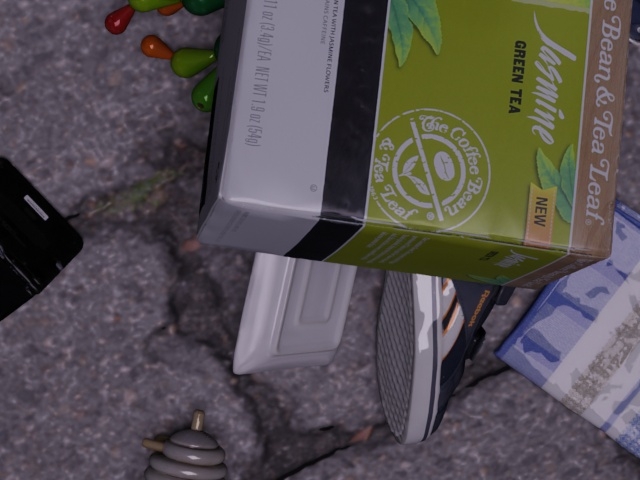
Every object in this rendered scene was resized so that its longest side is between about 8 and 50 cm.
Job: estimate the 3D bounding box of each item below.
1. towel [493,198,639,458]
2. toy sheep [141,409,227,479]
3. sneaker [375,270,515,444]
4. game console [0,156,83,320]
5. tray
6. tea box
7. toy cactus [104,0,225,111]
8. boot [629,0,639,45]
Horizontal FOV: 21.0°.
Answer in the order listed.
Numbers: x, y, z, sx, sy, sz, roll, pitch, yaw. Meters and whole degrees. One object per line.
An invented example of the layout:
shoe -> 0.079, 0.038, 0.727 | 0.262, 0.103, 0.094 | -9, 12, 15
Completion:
towel -> 0.346, 0.112, 1.717 | 0.285, 0.034, 0.209 | 34, 104, -2
toy sheep -> -0.134, 0.231, 1.700 | 0.091, 0.091, 0.132 | 8, 97, -7
sneaker -> 0.128, 0.045, 1.655 | 0.127, 0.126, 0.321 | -4, 112, -17
game console -> -0.312, -0.001, 1.665 | 0.122, 0.071, 0.107 | 47, 66, -14
tray -> 0.000, 0.000, 1.637 | 0.145, 0.030, 0.270 | -2, 109, -49
tea box -> 0.078, -0.149, 1.464 | 0.324, 0.220, 0.329 | 7, 80, -9
toy cactus -> -0.071, -0.201, 1.595 | 0.219, 0.112, 0.180 | 32, 94, -4
boot -> 0.323, -0.204, 1.616 | 0.086, 0.069, 0.190 | -46, 67, 12
